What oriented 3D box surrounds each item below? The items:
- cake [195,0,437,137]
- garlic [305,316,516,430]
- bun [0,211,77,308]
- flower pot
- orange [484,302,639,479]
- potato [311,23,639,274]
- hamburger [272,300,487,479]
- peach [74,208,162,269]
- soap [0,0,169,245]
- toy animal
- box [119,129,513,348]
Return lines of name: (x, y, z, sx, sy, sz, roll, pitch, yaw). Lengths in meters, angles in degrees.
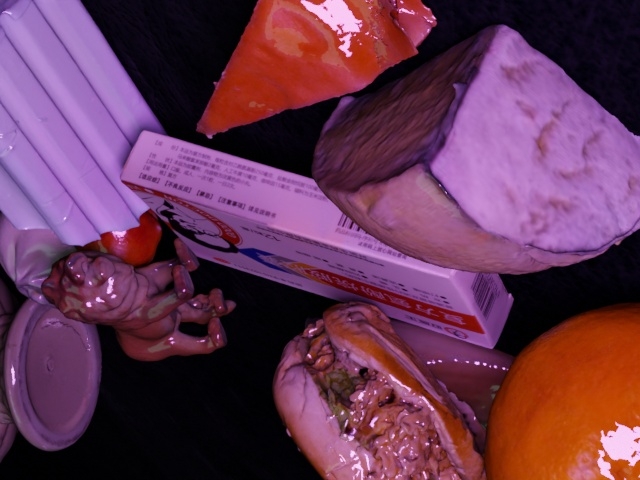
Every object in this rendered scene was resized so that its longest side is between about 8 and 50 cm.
cake: (-0.029, -0.166, 1.275, 0.135, 0.098, 0.287, 39, 146, -20)
garlic: (0.129, 0.159, 1.658, 0.318, 0.112, 0.143, 8, 141, 16)
bun: (-0.311, 0.019, 1.802, 0.172, 0.120, 0.173, 20, 149, 13)
flower pot: (-0.445, 0.172, 2.009, 0.244, 0.307, 0.307, -4, 139, 23)
orange: (0.273, 0.184, 1.382, 0.261, 0.261, 0.261, 22, 151, 13)
potato: (0.111, -0.030, 1.261, 0.211, 0.189, 0.264, 41, 150, -20)
hamburger: (0.067, 0.180, 1.479, 0.243, 0.146, 0.286, 39, -172, -28)
peach: (-0.231, -0.014, 1.691, 0.100, 0.101, 0.101, 22, 151, 13)
soap: (-0.268, -0.121, 1.480, 0.095, 0.173, 0.289, 10, 147, 35)
toy animal: (-0.197, 0.071, 1.675, 0.157, 0.097, 0.312, -13, 156, 5)
box: (0.000, 0.000, 1.492, 0.353, 0.069, 0.214, 19, 165, 23)
